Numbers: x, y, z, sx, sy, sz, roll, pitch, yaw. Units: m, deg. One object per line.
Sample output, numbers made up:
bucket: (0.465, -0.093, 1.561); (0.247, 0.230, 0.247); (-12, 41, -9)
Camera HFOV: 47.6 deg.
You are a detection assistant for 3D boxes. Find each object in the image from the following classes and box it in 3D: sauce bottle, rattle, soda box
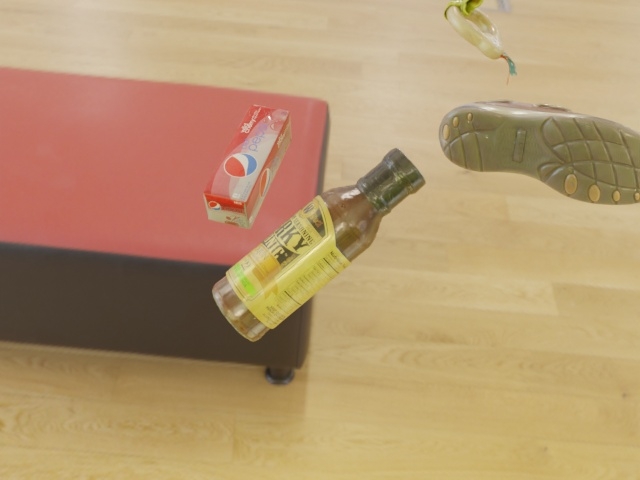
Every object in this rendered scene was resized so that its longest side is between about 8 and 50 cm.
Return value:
sauce bottle: (0.000, 0.000, 1.056); (0.344, 0.111, 0.111); (-41, 51, 2)
rattle: (0.347, -0.423, 1.403); (0.200, 0.143, 0.130); (55, 25, 21)
soda box: (-0.139, -0.152, 1.443); (0.092, 0.083, 0.263); (12, 53, 11)

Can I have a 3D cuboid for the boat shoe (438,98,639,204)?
boat shoe: (0.338, -0.143, 1.042); (0.324, 0.123, 0.116); (20, 31, 20)
